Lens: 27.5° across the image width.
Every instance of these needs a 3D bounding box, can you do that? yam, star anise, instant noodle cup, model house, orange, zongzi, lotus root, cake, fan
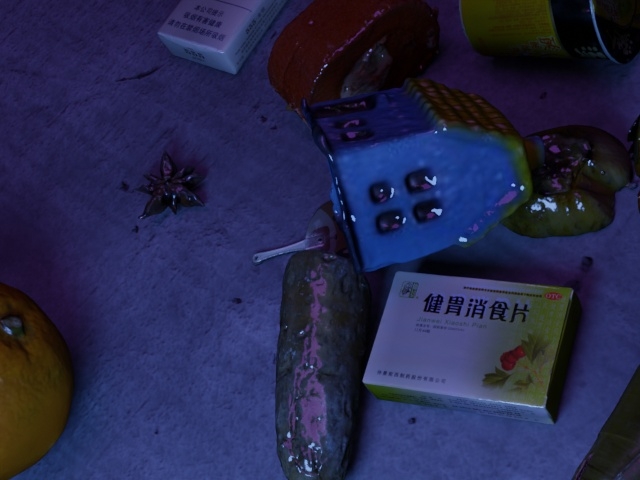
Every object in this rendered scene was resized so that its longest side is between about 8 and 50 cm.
[{"bbox_3d":[0.002,0.183,1.786,0.133,0.133,0.330,-8,60,21],"label":"yam"},{"bbox_3d":[-0.247,-0.096,2.124,0.124,0.056,0.129,-11,57,4],"label":"star anise"},{"bbox_3d":[0.341,-0.360,1.945,0.236,0.215,0.215,0,59,33],"label":"instant noodle cup"},{"bbox_3d":[0.145,-0.103,1.809,0.303,0.215,0.237,-12,23,-3],"label":"model house"},{"bbox_3d":[-0.508,0.205,1.891,0.312,0.312,0.312,-12,55,18],"label":"orange"},{"bbox_3d":[0.469,0.268,1.508,0.300,0.145,0.274,28,77,29],"label":"zongzi"},{"bbox_3d":[0.336,-0.097,1.844,0.203,0.078,0.183,-11,56,16],"label":"lotus root"},{"bbox_3d":[0.050,-0.304,2.048,0.283,0.177,0.151,-37,51,0],"label":"cake"},{"bbox_3d":[0.000,0.000,1.979,0.226,0.008,0.152,-14,55,15],"label":"fan"}]

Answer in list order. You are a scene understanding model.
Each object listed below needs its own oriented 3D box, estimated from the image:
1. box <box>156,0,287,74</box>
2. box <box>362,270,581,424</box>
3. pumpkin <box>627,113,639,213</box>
[{"bbox_3d":[-0.148,-0.423,2.285,0.168,0.071,0.259,21,71,34],"label":"box"},{"bbox_3d":[0.204,0.141,1.758,0.260,0.062,0.175,5,62,28],"label":"box"},{"bbox_3d":[0.491,-0.060,1.604,0.192,0.320,0.320,-7,56,7],"label":"pumpkin"}]
